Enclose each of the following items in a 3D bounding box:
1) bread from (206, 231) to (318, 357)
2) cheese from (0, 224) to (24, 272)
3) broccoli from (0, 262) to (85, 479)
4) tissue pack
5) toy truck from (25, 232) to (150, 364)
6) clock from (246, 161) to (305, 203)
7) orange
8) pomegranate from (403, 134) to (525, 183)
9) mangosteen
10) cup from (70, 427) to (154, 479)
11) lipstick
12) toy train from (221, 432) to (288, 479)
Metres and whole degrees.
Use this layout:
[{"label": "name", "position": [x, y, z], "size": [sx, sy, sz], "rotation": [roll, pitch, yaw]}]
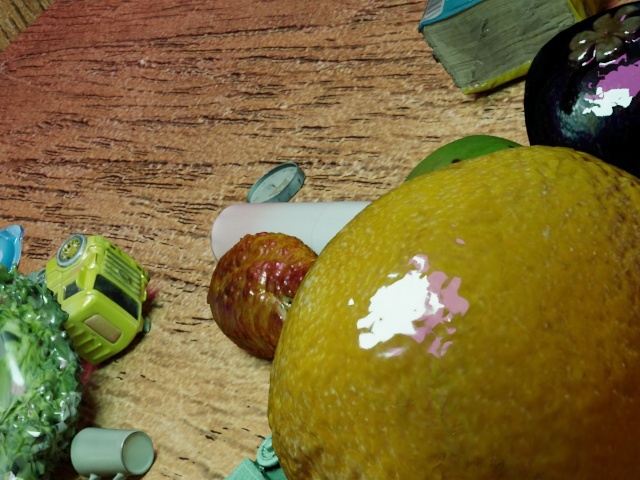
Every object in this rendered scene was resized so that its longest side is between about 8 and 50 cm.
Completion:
[{"label": "bread", "position": [-0.047, 0.065, 1.660], "size": [0.269, 0.095, 0.139], "rotation": [-154, 69, -65]}, {"label": "cheese", "position": [-0.447, 0.087, 1.958], "size": [0.106, 0.037, 0.256], "rotation": [27, 83, 51]}, {"label": "broccoli", "position": [-0.430, 0.195, 1.768], "size": [0.249, 0.302, 0.375], "rotation": [132, 141, -52]}, {"label": "tissue pack", "position": [0.247, -0.314, 1.907], "size": [0.192, 0.134, 0.271], "rotation": [-19, 31, 32]}, {"label": "toy truck", "position": [-0.345, 0.118, 1.959], "size": [0.272, 0.124, 0.157], "rotation": [-29, 42, 23]}, {"label": "clock", "position": [-0.058, -0.068, 2.023], "size": [0.085, 0.017, 0.085], "rotation": [-30, 26, 16]}, {"label": "orange", "position": [0.141, 0.095, 1.163], "size": [0.357, 0.322, 0.322], "rotation": [-36, 23, -24]}, {"label": "pomegranate", "position": [0.181, -0.015, 1.473], "size": [0.225, 0.187, 0.187], "rotation": [-14, 20, -18]}, {"label": "mangosteen", "position": [0.300, -0.095, 1.360], "size": [0.243, 0.243, 0.243], "rotation": [-29, 26, 16]}, {"label": "cup", "position": [-0.229, 0.236, 1.688], "size": [0.083, 0.054, 0.075], "rotation": [-7, 38, 43]}, {"label": "lipstick", "position": [0.000, 0.000, 1.751], "size": [0.327, 0.087, 0.087], "rotation": [1, 45, 53]}, {"label": "toy train", "position": [-0.027, 0.237, 1.415], "size": [0.099, 0.070, 0.172], "rotation": [-47, 27, -4]}]
